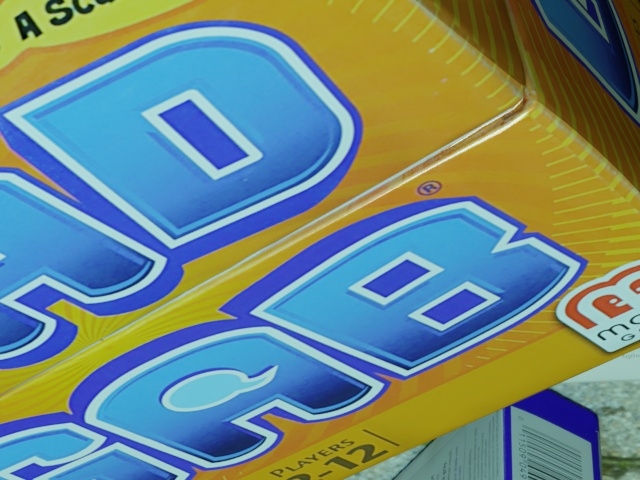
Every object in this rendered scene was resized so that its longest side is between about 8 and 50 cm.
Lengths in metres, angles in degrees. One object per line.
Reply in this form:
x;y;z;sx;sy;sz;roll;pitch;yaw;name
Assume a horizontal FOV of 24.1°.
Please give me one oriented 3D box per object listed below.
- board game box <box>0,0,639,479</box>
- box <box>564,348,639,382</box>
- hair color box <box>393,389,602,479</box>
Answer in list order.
-0.103;-0.111;0.612;0.356;0.356;0.356;-28;144;25;board game box
0.204;-0.006;1.030;0.091;0.130;0.170;-3;131;9;box
0.100;0.288;1.266;0.110;0.185;0.339;27;130;-17;hair color box
